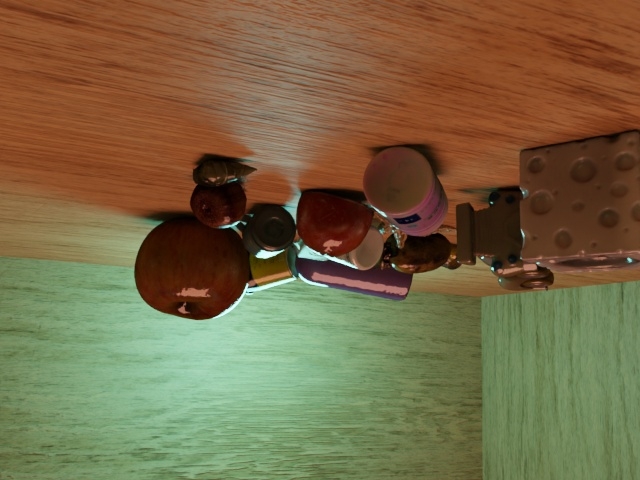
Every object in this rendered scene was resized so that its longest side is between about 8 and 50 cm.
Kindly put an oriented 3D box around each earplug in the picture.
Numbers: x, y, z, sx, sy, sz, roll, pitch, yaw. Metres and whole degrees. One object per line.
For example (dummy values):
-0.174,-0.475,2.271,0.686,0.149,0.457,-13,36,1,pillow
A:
0.122,0.108,2.580,0.455,0.215,0.215,8,169,-14,earplug

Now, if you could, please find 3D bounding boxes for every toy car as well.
0.510,0.008,1.795,0.226,0.242,0.336,-5,167,21,toy car

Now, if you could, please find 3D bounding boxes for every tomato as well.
0.027,-0.035,1.808,0.213,0.155,0.181,14,162,10,tomato

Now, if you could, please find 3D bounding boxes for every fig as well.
-0.232,-0.107,1.712,0.146,0.134,0.201,28,-154,27,fig

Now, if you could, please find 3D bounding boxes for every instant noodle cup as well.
-0.207,0.096,2.634,0.236,0.216,0.215,-12,166,21,instant noodle cup

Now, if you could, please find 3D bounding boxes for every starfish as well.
0.261,-0.044,1.969,0.301,0.084,0.293,8,167,7,starfish

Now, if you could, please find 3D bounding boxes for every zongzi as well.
-0.235,-0.157,1.562,0.130,0.062,0.154,-7,-179,-25,zongzi

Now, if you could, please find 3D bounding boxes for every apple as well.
-0.435,0.085,2.247,0.400,0.334,0.400,1,151,1,apple

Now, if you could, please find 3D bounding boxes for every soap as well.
0.000,0.000,2.229,0.118,0.067,0.198,7,156,-14,soap

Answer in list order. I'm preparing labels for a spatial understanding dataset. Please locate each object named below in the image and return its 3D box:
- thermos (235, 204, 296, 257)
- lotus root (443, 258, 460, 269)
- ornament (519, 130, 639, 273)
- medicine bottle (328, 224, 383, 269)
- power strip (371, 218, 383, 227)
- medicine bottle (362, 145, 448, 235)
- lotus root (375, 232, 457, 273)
-0.188,-0.025,2.071,0.182,0.145,0.286,37,163,-9,thermos
0.506,0.068,2.589,0.113,0.088,0.192,15,178,28,lotus root
0.576,-0.065,1.375,0.239,0.240,0.239,-7,167,39,ornament
0.065,-0.003,1.994,0.139,0.139,0.236,12,-174,-44,medicine bottle
0.238,-0.045,2.143,0.192,0.035,0.081,3,170,0,power strip
0.198,-0.103,1.480,0.152,0.152,0.254,-2,170,19,medicine bottle
0.331,0.032,2.228,0.313,0.142,0.169,-5,-157,-9,lotus root
